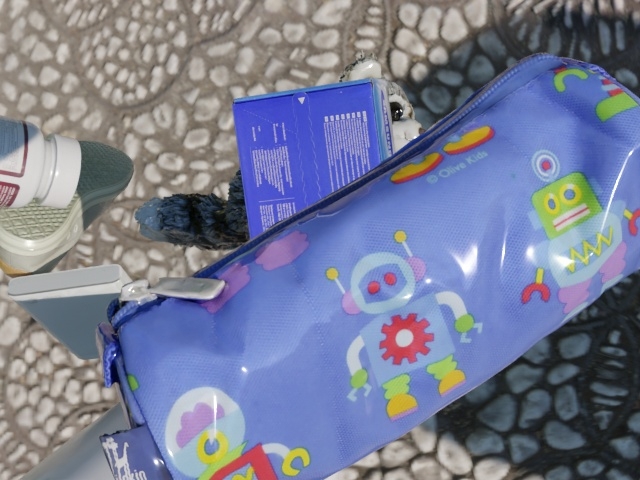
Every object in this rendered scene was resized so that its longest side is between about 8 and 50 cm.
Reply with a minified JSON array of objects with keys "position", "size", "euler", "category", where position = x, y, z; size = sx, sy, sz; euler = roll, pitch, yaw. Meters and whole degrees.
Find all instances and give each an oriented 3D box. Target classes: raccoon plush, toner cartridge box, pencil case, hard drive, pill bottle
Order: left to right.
[{"position":[-0.442,-0.109,1.205],"size":[0.121,0.221,0.121],"euler":[-20,65,53],"category":"pill bottle"},{"position":[-0.413,0.140,1.683],"size":[0.202,0.307,0.040],"euler":[-8,61,7],"category":"hard drive"},{"position":[-0.061,-0.142,1.414],"size":[0.446,0.216,0.299],"euler":[8,69,8],"category":"raccoon plush"},{"position":[0.011,0.004,1.017],"size":[0.165,0.075,0.348],"euler":[-5,96,18],"category":"toner cartridge box"},{"position":[0.033,0.019,0.447],"size":[0.306,0.133,0.119],"euler":[-31,28,-11],"category":"pencil case"}]

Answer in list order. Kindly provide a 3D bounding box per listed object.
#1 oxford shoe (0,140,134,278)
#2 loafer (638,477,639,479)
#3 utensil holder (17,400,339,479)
[{"position":[-0.495,-0.068,1.742],"size":[0.169,0.449,0.130],"euler":[23,122,0],"category":"oxford shoe"},{"position":[0.501,0.375,1.306],"size":[0.084,0.096,0.267],"euler":[43,62,7],"category":"loafer"},{"position":[-0.203,0.361,1.224],"size":[0.327,0.385,0.328],"euler":[11,114,25],"category":"utensil holder"}]
